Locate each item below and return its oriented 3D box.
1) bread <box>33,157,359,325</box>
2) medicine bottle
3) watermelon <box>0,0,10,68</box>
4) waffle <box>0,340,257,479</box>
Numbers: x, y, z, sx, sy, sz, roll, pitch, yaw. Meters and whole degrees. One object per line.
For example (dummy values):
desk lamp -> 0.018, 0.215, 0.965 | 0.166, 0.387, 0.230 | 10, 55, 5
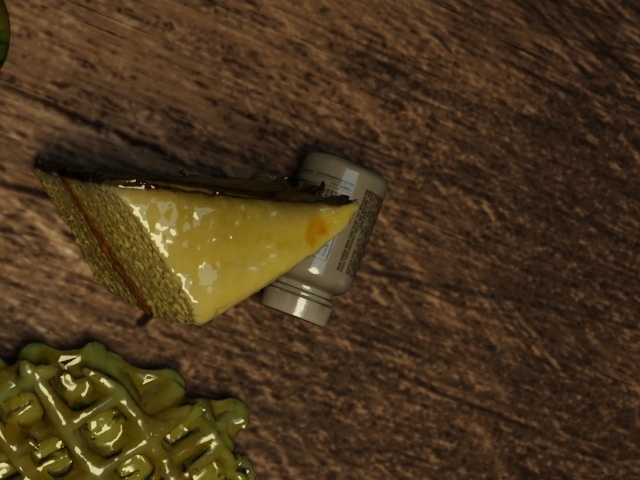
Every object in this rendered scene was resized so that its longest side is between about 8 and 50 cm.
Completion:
bread -> -0.093, -0.041, 0.904 | 0.178, 0.240, 0.135 | -33, 109, -19
medicine bottle -> 0.000, 0.000, 1.016 | 0.079, 0.079, 0.140 | 22, 85, -19
watermelon -> -0.292, -0.163, 0.913 | 0.105, 0.062, 0.105 | -4, 103, -19
waffle -> -0.204, 0.231, 0.958 | 0.317, 0.073, 0.297 | 17, 88, -20
